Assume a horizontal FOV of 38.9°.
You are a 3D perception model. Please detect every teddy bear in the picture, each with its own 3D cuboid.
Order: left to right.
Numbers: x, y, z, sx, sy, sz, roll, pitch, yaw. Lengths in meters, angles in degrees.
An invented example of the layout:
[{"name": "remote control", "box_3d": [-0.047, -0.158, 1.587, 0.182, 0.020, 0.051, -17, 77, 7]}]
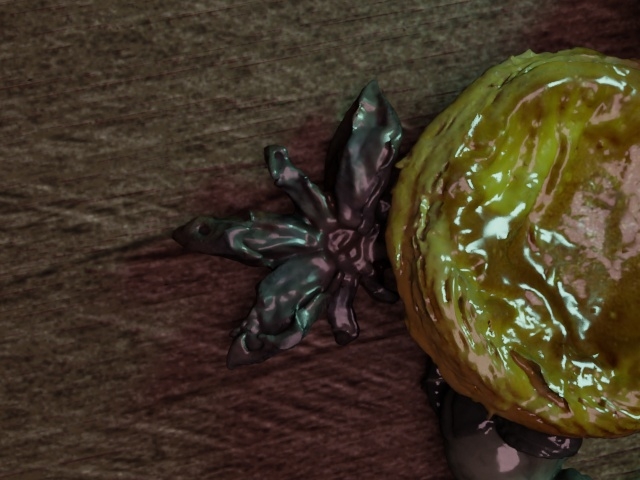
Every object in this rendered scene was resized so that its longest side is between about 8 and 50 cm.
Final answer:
[{"name": "teddy bear", "box_3d": [0.195, 0.220, 0.847, 0.144, 0.171, 0.251, -3, 90, -26]}]

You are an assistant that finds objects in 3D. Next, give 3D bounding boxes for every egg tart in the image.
[{"name": "egg tart", "box_3d": [0.221, 0.002, 0.812, 0.352, 0.150, 0.352, 1, 79, -5]}]

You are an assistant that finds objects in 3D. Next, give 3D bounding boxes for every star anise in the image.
[{"name": "star anise", "box_3d": [-0.004, 0.003, 0.828, 0.257, 0.110, 0.198, -33, 98, -8]}]
